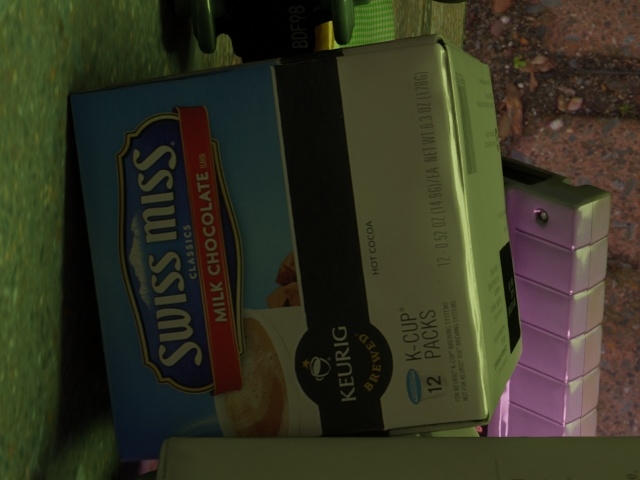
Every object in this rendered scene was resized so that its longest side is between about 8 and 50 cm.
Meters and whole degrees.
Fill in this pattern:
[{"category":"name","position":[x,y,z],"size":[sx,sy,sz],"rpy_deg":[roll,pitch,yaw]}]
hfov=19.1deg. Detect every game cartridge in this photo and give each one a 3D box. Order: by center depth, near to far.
[{"category":"game cartridge","position":[0.073,0.022,1.538],"size":[0.068,0.355,0.230],"rpy_deg":[-18,119,-42]}]

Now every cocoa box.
[{"category":"cocoa box","position":[0.000,0.000,1.254],"size":[0.347,0.228,0.231],"rpy_deg":[-19,102,-80]}]

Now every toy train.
[{"category":"toy train","position":[-0.041,-0.272,1.304],"size":[0.334,0.142,0.190],"rpy_deg":[83,4,-48]}]

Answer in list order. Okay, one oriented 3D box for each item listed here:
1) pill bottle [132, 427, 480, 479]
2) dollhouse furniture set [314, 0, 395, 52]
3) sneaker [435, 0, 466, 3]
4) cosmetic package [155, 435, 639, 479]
[{"category":"pill bottle","position":[-0.004,0.187,1.282],"size":[0.131,0.229,0.131],"rpy_deg":[51,-30,45]},{"category":"dollhouse furniture set","position":[0.057,-0.229,1.684],"size":[0.197,0.151,0.301],"rpy_deg":[-18,114,-59]},{"category":"sneaker","position":[0.067,-0.269,1.279],"size":[0.130,0.087,0.227],"rpy_deg":[-136,-148,-81]},{"category":"cosmetic package","position":[0.101,0.330,1.050],"size":[0.327,0.394,0.329],"rpy_deg":[-89,180,-52]}]
